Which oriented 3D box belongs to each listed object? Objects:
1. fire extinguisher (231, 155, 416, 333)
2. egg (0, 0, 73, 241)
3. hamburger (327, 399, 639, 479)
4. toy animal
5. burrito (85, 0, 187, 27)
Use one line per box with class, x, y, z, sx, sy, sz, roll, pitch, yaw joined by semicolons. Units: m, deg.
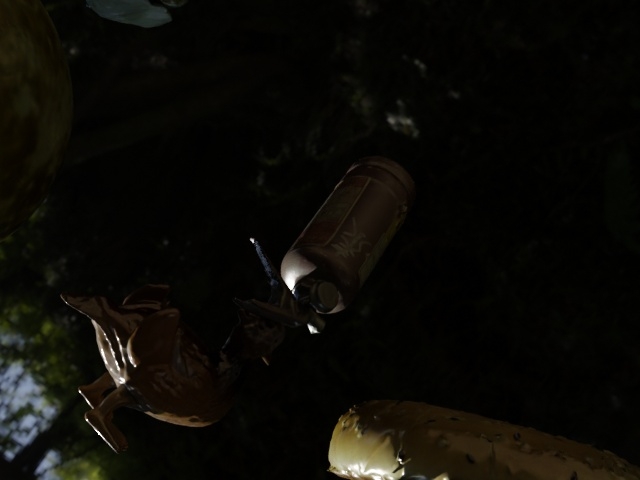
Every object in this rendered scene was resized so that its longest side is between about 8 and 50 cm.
fire extinguisher;-0.002;0.006;0.950;0.106;0.075;0.252;40;-135;-3
egg;-0.291;-0.102;0.717;0.238;0.238;0.289;37;159;-3
hamburger;0.172;0.268;0.983;0.318;0.195;0.277;16;170;-22
toy animal;-0.129;0.087;0.881;0.188;0.179;0.089;57;176;-33
burrito;-0.137;-0.197;0.817;0.074;0.044;0.118;10;174;-28
